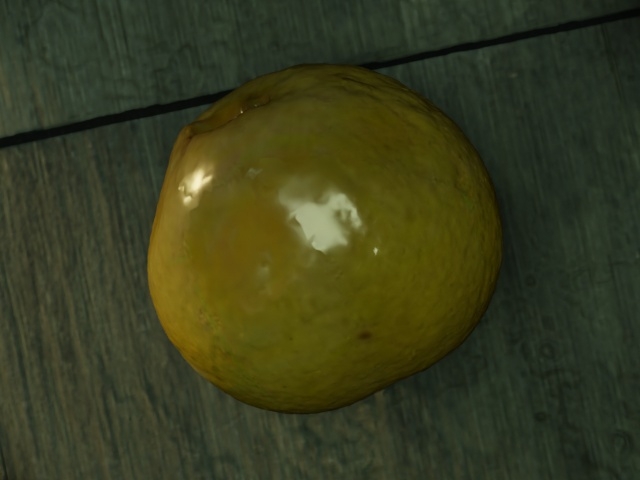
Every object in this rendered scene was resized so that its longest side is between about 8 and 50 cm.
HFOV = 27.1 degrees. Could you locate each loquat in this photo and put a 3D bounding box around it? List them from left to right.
[{"bbox_3d":[0.000,0.000,0.774,0.208,0.208,0.208,0,90,10],"label":"loquat"}]
